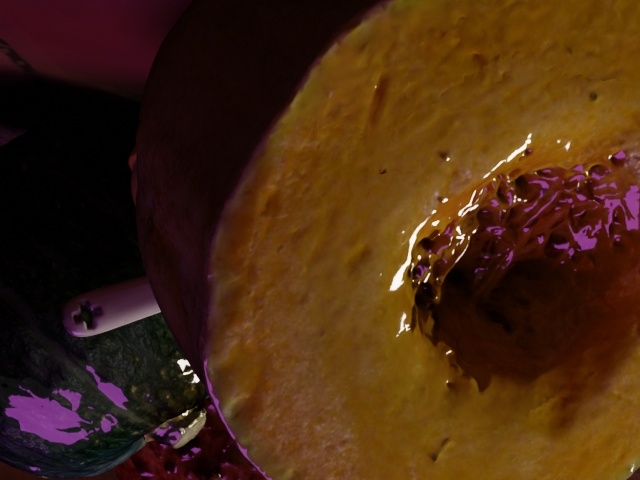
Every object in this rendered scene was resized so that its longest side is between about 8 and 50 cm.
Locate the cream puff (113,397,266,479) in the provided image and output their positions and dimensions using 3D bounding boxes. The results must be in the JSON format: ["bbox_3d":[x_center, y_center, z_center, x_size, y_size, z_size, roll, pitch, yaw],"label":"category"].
[{"bbox_3d":[-0.049,0.099,1.694,0.350,0.350,0.228,2,124,26],"label":"cream puff"}]

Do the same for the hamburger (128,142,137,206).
[{"bbox_3d":[0.023,-0.037,1.230,0.300,0.176,0.300,8,169,1],"label":"hamburger"}]

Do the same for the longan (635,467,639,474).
[{"bbox_3d":[0.270,0.074,1.467,0.246,0.215,0.246,9,177,1],"label":"longan"}]

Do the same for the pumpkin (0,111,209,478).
[{"bbox_3d":[-0.174,0.036,1.470,0.263,0.293,0.197,48,165,6],"label":"pumpkin"}]

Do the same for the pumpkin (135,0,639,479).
[{"bbox_3d":[0.051,-0.027,0.977,0.332,0.332,0.199,18,-164,-39],"label":"pumpkin"}]

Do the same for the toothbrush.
[{"bbox_3d":[0.001,0.000,1.386,0.386,0.040,0.040,-18,171,-9],"label":"toothbrush"}]
